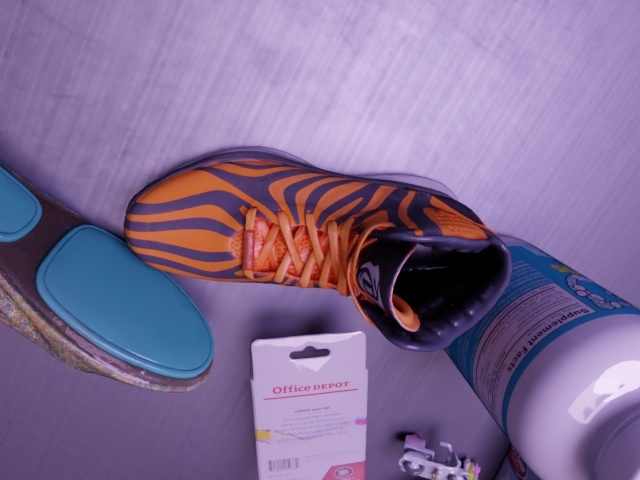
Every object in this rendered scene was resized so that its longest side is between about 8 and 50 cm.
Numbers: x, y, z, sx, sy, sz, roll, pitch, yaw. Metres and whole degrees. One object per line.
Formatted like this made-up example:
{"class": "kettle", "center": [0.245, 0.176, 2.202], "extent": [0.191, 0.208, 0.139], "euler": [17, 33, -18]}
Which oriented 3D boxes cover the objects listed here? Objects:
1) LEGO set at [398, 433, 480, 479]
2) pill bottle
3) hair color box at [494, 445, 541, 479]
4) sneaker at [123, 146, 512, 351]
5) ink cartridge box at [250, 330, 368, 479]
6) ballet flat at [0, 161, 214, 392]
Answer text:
{"class": "LEGO set", "center": [0.137, 0.372, 0.593], "extent": [0.132, 0.107, 0.286], "euler": [22, 114, 20]}
{"class": "pill bottle", "center": [0.200, 0.102, 0.394], "extent": [0.147, 0.264, 0.146], "euler": [-3, 111, -8]}
{"class": "hair color box", "center": [0.301, 0.402, 0.581], "extent": [0.186, 0.113, 0.373], "euler": [16, 106, 1]}
{"class": "sneaker", "center": [0.000, 0.000, 0.370], "extent": [0.322, 0.180, 0.124], "euler": [-2, 110, -8]}
{"class": "ink cartridge box", "center": [-0.013, 0.169, 0.491], "extent": [0.116, 0.067, 0.198], "euler": [-3, 112, -8]}
{"class": "ballet flat", "center": [-0.246, 0.022, 0.386], "extent": [0.123, 0.123, 0.348], "euler": [-45, 111, 8]}
